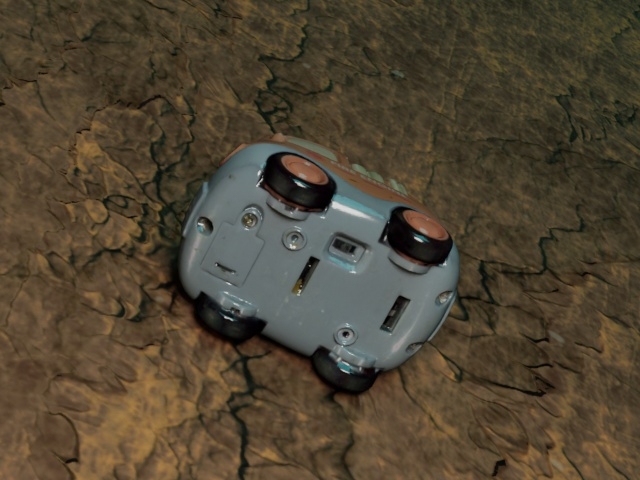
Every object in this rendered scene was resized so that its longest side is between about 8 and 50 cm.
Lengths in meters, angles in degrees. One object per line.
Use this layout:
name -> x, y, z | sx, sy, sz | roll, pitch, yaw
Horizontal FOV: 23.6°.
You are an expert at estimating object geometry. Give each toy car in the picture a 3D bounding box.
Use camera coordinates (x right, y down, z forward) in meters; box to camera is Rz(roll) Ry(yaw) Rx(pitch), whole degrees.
toy car -> 0.000, 0.000, 1.497 | 0.271, 0.180, 0.212 | 24, 23, -11
